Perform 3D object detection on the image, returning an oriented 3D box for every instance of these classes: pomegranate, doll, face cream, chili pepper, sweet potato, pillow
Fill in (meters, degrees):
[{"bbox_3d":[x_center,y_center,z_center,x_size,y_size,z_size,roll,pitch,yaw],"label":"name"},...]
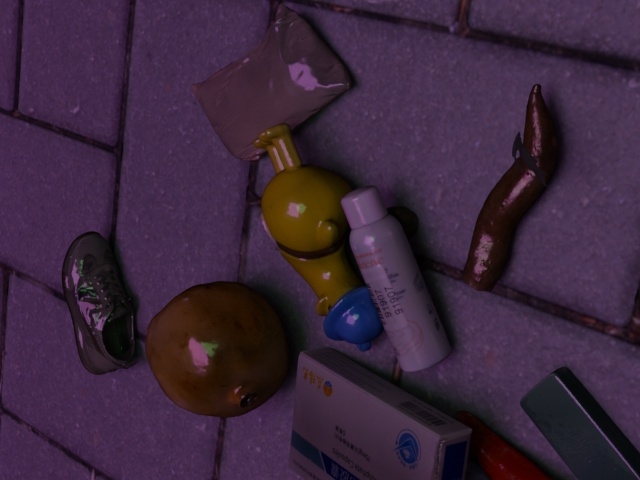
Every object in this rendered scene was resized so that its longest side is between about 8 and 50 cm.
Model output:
[{"bbox_3d":[-0.161,0.171,1.564,0.233,0.233,0.233,8,102,38],"label":"pomegranate"},{"bbox_3d":[0.000,0.000,1.468,0.363,0.145,0.199,67,169,-2],"label":"doll"},{"bbox_3d":[0.102,0.051,1.379,0.082,0.082,0.269,-18,100,39],"label":"face cream"},{"bbox_3d":[0.279,0.331,1.330,0.272,0.063,0.071,42,124,39],"label":"chili pepper"},{"bbox_3d":[0.259,-0.064,1.281,0.067,0.059,0.281,44,122,39],"label":"sweet potato"},{"bbox_3d":[-0.082,-0.241,1.521,0.270,0.067,0.173,-35,81,37],"label":"pillow"}]

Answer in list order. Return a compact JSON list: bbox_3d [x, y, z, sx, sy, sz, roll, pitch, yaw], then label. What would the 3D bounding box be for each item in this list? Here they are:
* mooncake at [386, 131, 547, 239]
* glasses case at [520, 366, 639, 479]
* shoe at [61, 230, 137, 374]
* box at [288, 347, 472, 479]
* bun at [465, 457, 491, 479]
[{"bbox_3d":[0.189,-0.059,1.300,0.150,0.057,0.347,54,147,14],"label":"mooncake"},{"bbox_3d":[0.348,0.261,1.277,0.184,0.039,0.078,53,125,19],"label":"glasses case"},{"bbox_3d":[-0.405,0.118,1.825,0.098,0.103,0.275,-3,102,38],"label":"shoe"},{"bbox_3d":[0.075,0.308,1.427,0.343,0.065,0.200,22,110,53],"label":"box"},{"bbox_3d":[0.192,0.378,1.396,0.140,0.083,0.141,5,98,37],"label":"bun"}]
